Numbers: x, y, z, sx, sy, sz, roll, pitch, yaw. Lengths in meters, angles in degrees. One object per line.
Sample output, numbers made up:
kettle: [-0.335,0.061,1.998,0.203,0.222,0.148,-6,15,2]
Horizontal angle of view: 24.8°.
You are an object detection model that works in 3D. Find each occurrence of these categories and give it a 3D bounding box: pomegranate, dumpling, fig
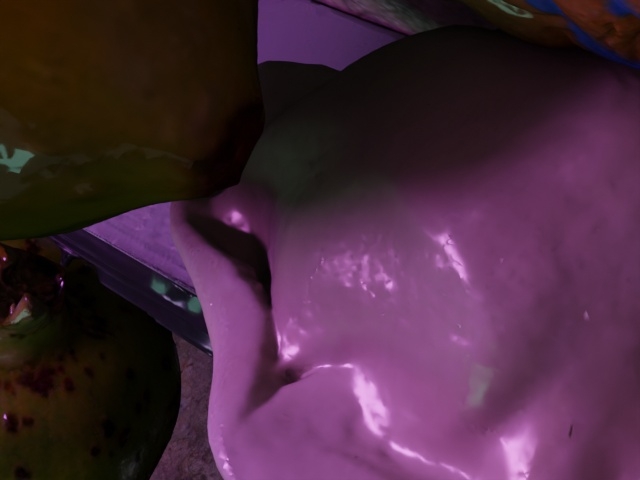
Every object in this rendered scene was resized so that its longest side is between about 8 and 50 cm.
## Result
pomegranate: [-0.182,0.074,0.877,0.211,0.211,0.263,31,145,6]
dumpling: [0.066,0.037,0.535,0.318,0.243,0.187,14,143,34]
fig: [-0.104,-0.084,0.471,0.225,0.203,0.203,39,177,17]

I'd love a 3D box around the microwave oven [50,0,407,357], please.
microwave oven: [0.000,0.000,0.842,0.237,0.181,0.295,26,173,35]

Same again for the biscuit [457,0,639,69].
biscuit: [0.036,-0.110,0.449,0.183,0.043,0.280,38,168,-33]
